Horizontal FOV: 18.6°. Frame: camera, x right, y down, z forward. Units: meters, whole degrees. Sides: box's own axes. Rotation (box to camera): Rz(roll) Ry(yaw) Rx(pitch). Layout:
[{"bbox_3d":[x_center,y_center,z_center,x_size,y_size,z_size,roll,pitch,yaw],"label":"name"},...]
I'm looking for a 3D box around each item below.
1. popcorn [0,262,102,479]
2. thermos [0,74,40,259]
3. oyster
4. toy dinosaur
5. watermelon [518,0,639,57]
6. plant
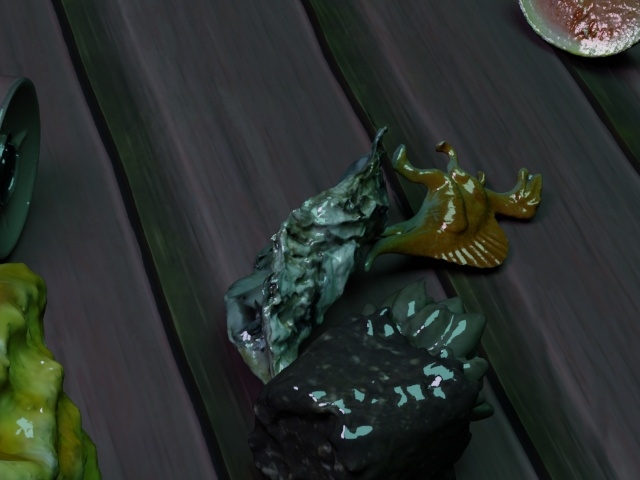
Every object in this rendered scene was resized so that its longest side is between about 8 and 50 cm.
[{"bbox_3d":[-0.253,0.147,1.210,0.325,0.290,0.321,48,38,-5],"label":"popcorn"},{"bbox_3d":[-0.365,-0.088,1.554,0.265,0.146,0.176,10,63,6],"label":"thermos"},{"bbox_3d":[-0.002,-0.002,1.557,0.087,0.199,0.252,43,5,-12],"label":"oyster"},{"bbox_3d":[0.110,-0.009,1.690,0.142,0.057,0.212,28,49,-7],"label":"toy dinosaur"},{"bbox_3d":[0.269,-0.230,1.980,0.163,0.087,0.069,34,12,20],"label":"watermelon"},{"bbox_3d":[0.049,0.120,1.446,0.132,0.129,0.194,39,48,24],"label":"plant"}]
